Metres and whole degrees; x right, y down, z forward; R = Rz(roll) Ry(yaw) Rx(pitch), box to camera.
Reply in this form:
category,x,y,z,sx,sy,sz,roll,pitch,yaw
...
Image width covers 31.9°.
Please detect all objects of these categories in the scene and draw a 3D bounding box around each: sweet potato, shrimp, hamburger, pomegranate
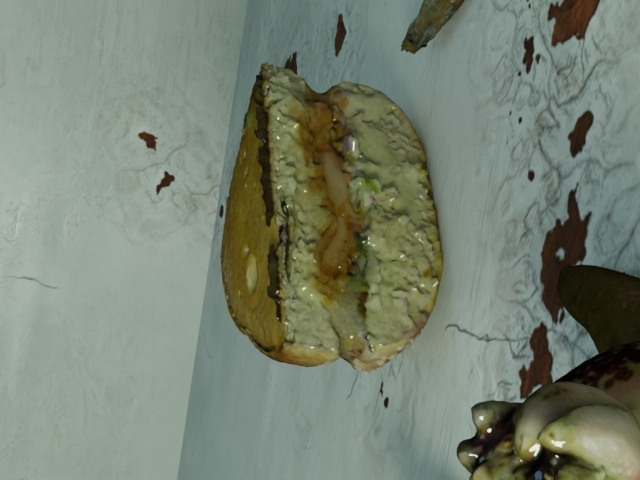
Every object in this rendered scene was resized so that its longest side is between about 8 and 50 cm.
category,x,y,z,sx,sy,sz,roll,pitch,yaw
sweet potato,0.284,0.110,0.972,0.346,0.079,0.108,-104,0,-46
shrimp,0.168,-0.352,1.547,0.223,0.047,0.126,123,156,-43
hamburger,0.000,0.000,1.555,0.287,0.268,0.445,127,141,-54
pomegranate,0.204,0.181,0.729,0.285,0.340,0.285,-28,44,31
